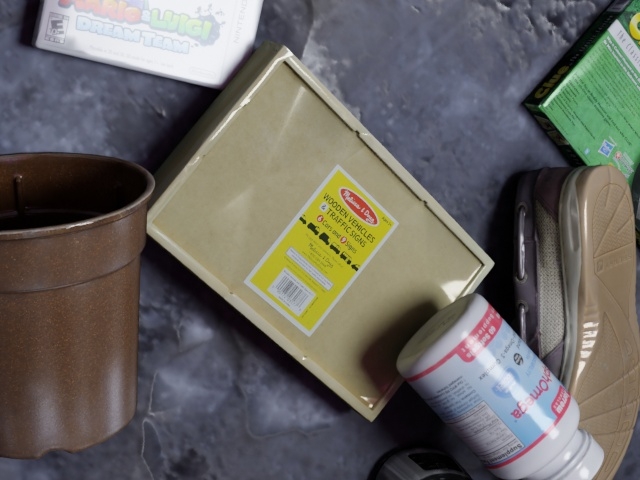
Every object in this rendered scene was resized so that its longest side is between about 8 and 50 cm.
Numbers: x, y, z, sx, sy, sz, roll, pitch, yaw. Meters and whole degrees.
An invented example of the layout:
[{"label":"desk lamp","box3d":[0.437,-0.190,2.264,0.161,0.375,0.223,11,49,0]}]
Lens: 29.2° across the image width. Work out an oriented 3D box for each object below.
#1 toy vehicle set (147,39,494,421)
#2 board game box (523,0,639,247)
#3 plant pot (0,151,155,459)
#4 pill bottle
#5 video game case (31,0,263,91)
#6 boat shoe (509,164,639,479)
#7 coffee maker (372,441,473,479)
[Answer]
[{"label":"toy vehicle set","box3d":[0.000,0.000,0.935,0.267,0.035,0.166,44,81,-29]},{"label":"board game box","box3d":[0.297,-0.076,1.069,0.136,0.030,0.259,-47,115,-7]},{"label":"plant pot","box3d":[-0.188,0.043,0.808,0.167,0.167,0.165,-9,111,-22]},{"label":"pill bottle","box3d":[0.140,0.125,0.940,0.087,0.087,0.160,-44,96,-10]},{"label":"video game case","box3d":[-0.112,-0.189,0.864,0.157,0.019,0.143,10,97,-27]},{"label":"boat shoe","box3d":[0.204,0.076,1.024,0.103,0.092,0.285,-14,107,-40]},{"label":"coffee maker","box3d":[0.098,0.266,0.966,0.120,0.178,0.171,33,84,-24]}]
